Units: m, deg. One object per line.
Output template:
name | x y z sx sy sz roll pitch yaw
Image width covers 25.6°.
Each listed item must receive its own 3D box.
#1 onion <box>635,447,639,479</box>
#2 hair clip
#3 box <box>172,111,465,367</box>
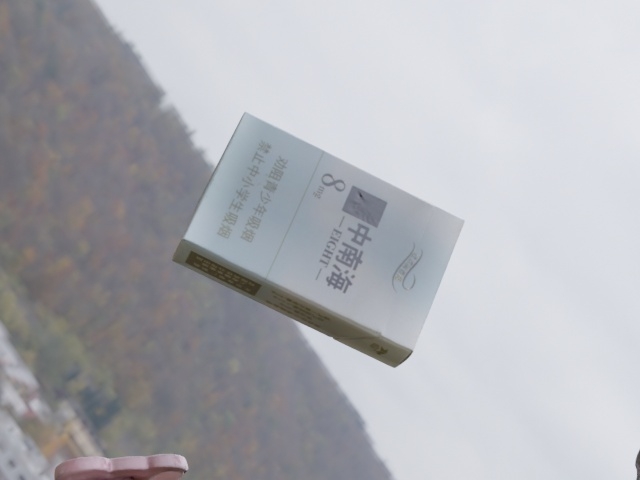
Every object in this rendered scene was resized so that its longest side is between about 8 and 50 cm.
onion | 0.562 0.293 2.092 0.146 0.280 0.314 58 -17 -5
hair clip | -0.189 0.230 1.290 0.138 0.123 0.102 -157 -112 -72
box | 0.000 0.000 1.350 0.243 0.155 0.067 27 -23 -5
